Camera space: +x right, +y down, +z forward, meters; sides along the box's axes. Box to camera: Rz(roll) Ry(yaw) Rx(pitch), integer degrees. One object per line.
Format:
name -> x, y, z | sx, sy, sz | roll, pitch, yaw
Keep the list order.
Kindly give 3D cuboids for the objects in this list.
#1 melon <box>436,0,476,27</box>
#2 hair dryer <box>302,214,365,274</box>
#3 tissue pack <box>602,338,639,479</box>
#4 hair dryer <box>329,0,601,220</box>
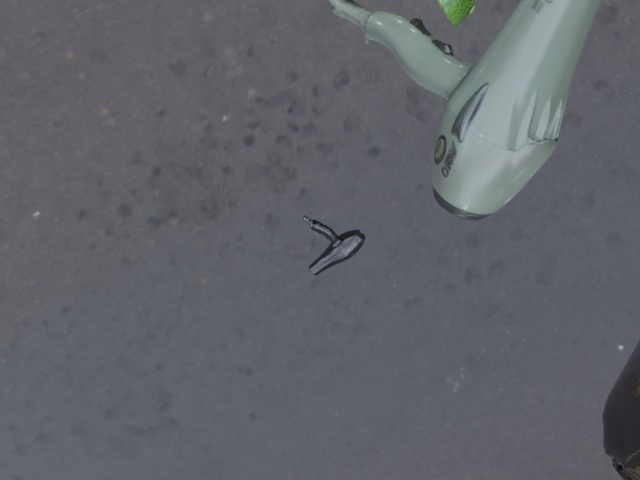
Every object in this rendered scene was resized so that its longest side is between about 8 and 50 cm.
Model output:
melon -> 0.253, -0.482, 1.545 | 0.064, 0.209, 0.118 | -36, 113, 15
hair dryer -> 0.000, 0.000, 0.901 | 0.079, 0.031, 0.083 | -36, 124, 26
tissue pack -> 0.278, 0.031, 0.285 | 0.198, 0.370, 0.210 | 37, 74, 11
hair dryer -> 0.115, -0.178, 0.606 | 0.229, 0.092, 0.267 | -50, 60, 44
